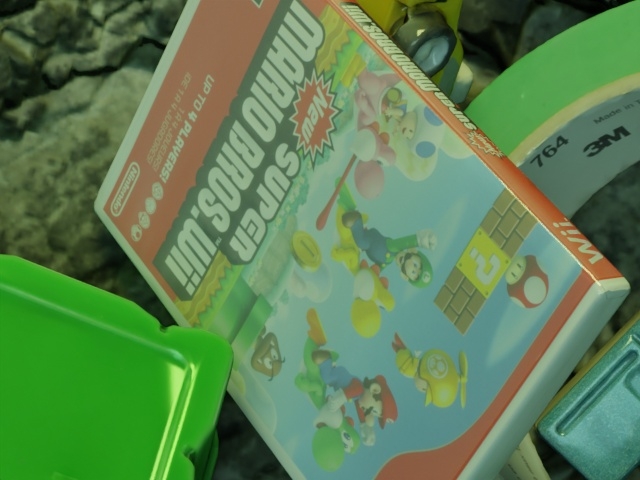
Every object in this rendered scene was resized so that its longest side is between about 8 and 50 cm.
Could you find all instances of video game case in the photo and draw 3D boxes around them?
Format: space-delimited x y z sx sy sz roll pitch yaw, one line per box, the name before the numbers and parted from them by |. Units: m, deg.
video game case | 0.000 0.000 0.741 0.285 0.025 0.204 50 126 30

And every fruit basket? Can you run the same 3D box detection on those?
fruit basket | -0.224 0.207 0.756 0.283 0.392 0.392 22 93 -12

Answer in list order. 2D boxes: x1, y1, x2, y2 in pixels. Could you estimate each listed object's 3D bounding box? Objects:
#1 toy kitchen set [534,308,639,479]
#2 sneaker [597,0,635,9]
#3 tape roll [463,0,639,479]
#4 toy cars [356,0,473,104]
toy kitchen set | 0.223 0.127 0.749 0.207 0.166 0.122 43 95 4
sneaker | 0.131 -0.205 0.801 0.094 0.081 0.208 -43 86 3
tape roll | 0.177 0.040 0.720 0.321 0.077 0.321 -13 66 30
toy cars | 0.012 -0.192 0.783 0.087 0.176 0.393 -15 98 -37
